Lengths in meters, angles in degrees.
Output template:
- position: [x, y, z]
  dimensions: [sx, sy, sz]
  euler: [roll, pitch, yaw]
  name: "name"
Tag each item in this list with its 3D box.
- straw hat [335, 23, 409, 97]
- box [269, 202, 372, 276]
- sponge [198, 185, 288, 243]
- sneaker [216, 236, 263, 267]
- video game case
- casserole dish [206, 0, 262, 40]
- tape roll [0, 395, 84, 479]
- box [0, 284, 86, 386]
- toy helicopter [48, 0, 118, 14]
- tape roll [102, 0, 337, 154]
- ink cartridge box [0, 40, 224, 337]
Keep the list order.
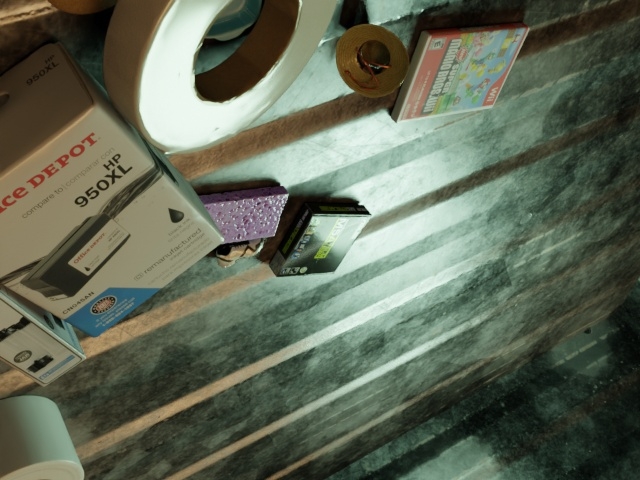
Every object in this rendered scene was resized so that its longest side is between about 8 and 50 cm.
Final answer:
- position: [0.098, -0.332, 1.297]
  dimensions: [0.145, 0.144, 0.061]
  euler: [101, 12, -46]
  name: "straw hat"
- position: [0.000, 0.000, 1.641]
  dimensions: [0.184, 0.045, 0.191]
  euler: [2, 131, -42]
  name: "box"
- position: [-0.167, -0.046, 1.434]
  dimensions: [0.210, 0.031, 0.117]
  euler: [-10, 138, -36]
  name: "sponge"
- position: [-0.166, 0.016, 1.505]
  dimensions: [0.109, 0.040, 0.044]
  euler: [-31, 145, -11]
  name: "sneaker"
- position: [0.289, -0.346, 1.503]
  dimensions: [0.285, 0.025, 0.204]
  euler: [-15, 141, -32]
  name: "video game case"
- position: [-0.141, -0.376, 1.042]
  dimensions: [0.114, 0.037, 0.188]
  euler: [-24, 146, -21]
  name: "casserole dish"
- position: [-0.631, 0.461, 1.494]
  dimensions: [0.246, 0.169, 0.246]
  euler: [-26, 146, -19]
  name: "tape roll"
- position: [-0.507, 0.101, 1.165]
  dimensions: [0.087, 0.169, 0.290]
  euler: [-34, 147, -6]
  name: "box"
- position: [-0.188, -0.398, 0.875]
  dimensions: [0.355, 0.140, 0.235]
  euler: [-37, 155, 3]
  name: "toy helicopter"
- position: [-0.124, -0.291, 1.009]
  dimensions: [0.392, 0.072, 0.392]
  euler: [-44, 164, -16]
  name: "tape roll"
- position: [-0.369, -0.054, 1.103]
  dimensions: [0.285, 0.166, 0.395]
  euler: [-37, 147, -1]
  name: "ink cartridge box"
